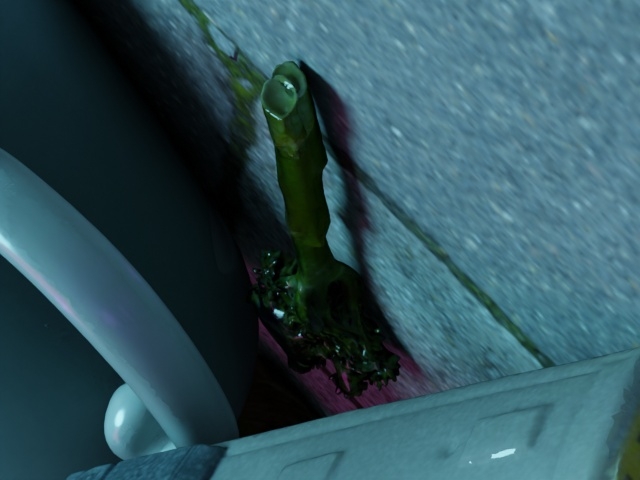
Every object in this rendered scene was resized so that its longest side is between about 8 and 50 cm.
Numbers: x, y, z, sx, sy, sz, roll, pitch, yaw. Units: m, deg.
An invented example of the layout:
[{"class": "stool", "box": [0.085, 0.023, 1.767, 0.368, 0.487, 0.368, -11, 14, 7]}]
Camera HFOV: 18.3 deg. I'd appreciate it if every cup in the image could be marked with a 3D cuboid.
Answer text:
[{"class": "cup", "box": [-0.153, 0.022, 0.916, 0.357, 0.259, 0.274, 20, 152, 51]}]

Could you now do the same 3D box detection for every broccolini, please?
[{"class": "broccolini", "box": [0.000, -0.007, 0.847, 0.254, 0.071, 0.057, 88, 179, -61]}]

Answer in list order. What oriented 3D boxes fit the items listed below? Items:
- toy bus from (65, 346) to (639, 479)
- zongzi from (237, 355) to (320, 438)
[{"class": "toy bus", "box": [0.005, 0.137, 0.735, 0.342, 0.097, 0.138, -16, 121, 39]}, {"class": "zongzi", "box": [-0.001, 0.182, 1.256, 0.125, 0.274, 0.251, 3, 96, 56]}]
